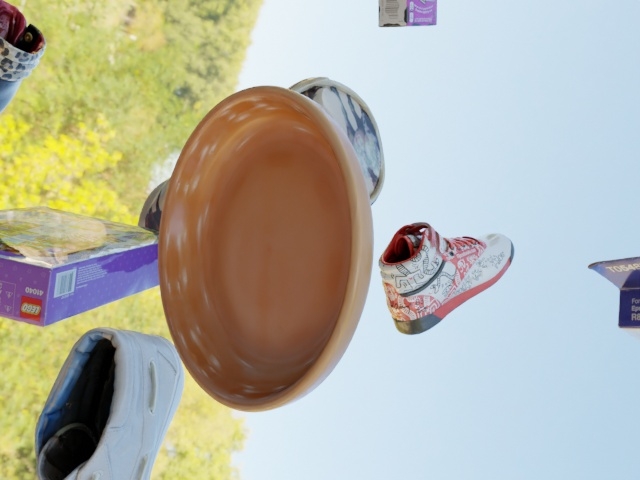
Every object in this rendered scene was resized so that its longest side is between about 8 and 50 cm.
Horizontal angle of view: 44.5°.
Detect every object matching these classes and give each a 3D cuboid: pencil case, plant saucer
[{"bbox_3d":[-0.094,-0.050,1.012,0.410,0.160,0.183,-23,-113,53],"label":"pencil case"},{"bbox_3d":[-0.036,0.005,0.491,0.200,0.037,0.200,-4,-95,47],"label":"plant saucer"}]

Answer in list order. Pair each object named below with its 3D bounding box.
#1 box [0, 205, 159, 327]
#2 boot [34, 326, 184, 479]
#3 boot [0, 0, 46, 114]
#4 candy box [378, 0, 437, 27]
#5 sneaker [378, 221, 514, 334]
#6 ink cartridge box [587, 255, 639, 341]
[{"bbox_3d":[-0.289,0.015,0.816,0.293,0.201,0.057,-22,123,-75],"label":"box"},{"bbox_3d":[-0.186,0.191,0.601,0.123,0.095,0.258,49,52,-70],"label":"boot"},{"bbox_3d":[-0.583,-0.270,1.297,0.284,0.138,0.377,-49,-148,15],"label":"boot"},{"bbox_3d":[0.181,-0.556,1.594,0.159,0.071,0.233,-26,118,-56],"label":"candy box"},{"bbox_3d":[0.203,0.021,1.241,0.270,0.145,0.090,-34,-152,-27],"label":"sneaker"},{"bbox_3d":[0.386,0.077,0.682,0.223,0.224,0.045,-14,-130,58],"label":"ink cartridge box"}]
